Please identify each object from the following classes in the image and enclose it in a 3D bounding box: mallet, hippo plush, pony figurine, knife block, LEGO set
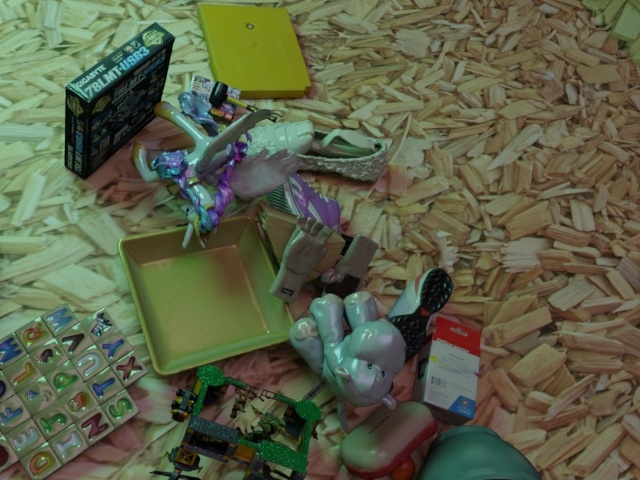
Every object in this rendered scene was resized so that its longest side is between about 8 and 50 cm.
[{"bbox_3d":[-0.210,-0.355,1.790,0.189,0.039,0.062,30,84,-12],"label":"mallet"},{"bbox_3d":[0.052,0.245,1.391,0.234,0.236,0.294,32,85,-8],"label":"hippo plush"},{"bbox_3d":[-0.255,-0.190,1.556,0.351,0.303,0.363,-39,62,-4],"label":"pony figurine"},{"bbox_3d":[0.000,0.000,1.601,0.242,0.276,0.088,-25,27,-10],"label":"knife block"},{"bbox_3d":[-0.166,0.425,1.353,0.331,0.192,0.255,18,27,-14],"label":"LEGO set"}]

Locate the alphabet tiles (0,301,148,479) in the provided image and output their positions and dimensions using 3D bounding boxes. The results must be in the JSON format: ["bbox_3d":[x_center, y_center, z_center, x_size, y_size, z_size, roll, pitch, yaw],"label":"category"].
[{"bbox_3d":[-0.534,0.293,1.317,0.342,0.011,0.285,-33,77,-23],"label":"alphabet tiles"}]

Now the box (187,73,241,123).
[{"bbox_3d":[-0.293,-0.384,1.806,0.136,0.027,0.094,18,84,-11],"label":"box"}]

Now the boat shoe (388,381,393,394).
[{"bbox_3d":[0.071,0.295,1.546,0.233,0.079,0.084,30,52,-4],"label":"boat shoe"}]

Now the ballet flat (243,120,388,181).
[{"bbox_3d":[-0.002,-0.265,1.811,0.408,0.147,0.147,8,59,-16],"label":"ballet flat"}]

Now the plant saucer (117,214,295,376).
[{"bbox_3d":[-0.261,0.124,1.514,0.332,0.081,0.333,-12,67,-26],"label":"plant saucer"}]

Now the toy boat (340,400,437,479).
[{"bbox_3d":[0.164,0.462,1.466,0.231,0.151,0.151,-32,107,-32],"label":"toy boat"}]

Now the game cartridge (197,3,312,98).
[{"bbox_3d":[-0.194,-0.556,1.960,0.285,0.053,0.324,-6,66,-24],"label":"game cartridge"}]

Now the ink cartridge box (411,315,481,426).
[{"bbox_3d":[0.310,0.317,1.624,0.134,0.078,0.231,22,56,-9],"label":"ink cartridge box"}]

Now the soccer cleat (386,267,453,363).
[{"bbox_3d":[0.211,0.198,1.639,0.108,0.116,0.318,45,59,-7],"label":"soccer cleat"}]

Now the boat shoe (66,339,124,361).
[{"bbox_3d":[-0.464,0.241,1.386,0.136,0.049,0.043,12,61,-12],"label":"boat shoe"}]

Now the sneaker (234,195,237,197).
[{"bbox_3d":[-0.207,-0.154,1.728,0.043,0.040,0.109,21,51,11],"label":"sneaker"}]

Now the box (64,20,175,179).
[{"bbox_3d":[-0.475,-0.326,1.563,0.073,0.293,0.296,35,55,2],"label":"box"}]

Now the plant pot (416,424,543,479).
[{"bbox_3d":[0.329,0.523,1.414,0.292,0.293,0.196,16,30,-12],"label":"plant pot"}]

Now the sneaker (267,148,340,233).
[{"bbox_3d":[-0.043,-0.115,1.735,0.161,0.102,0.282,-16,79,-32],"label":"sneaker"}]

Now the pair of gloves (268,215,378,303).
[{"bbox_3d":[0.009,0.062,1.552,0.240,0.042,0.204,17,99,-32],"label":"pair of gloves"}]
